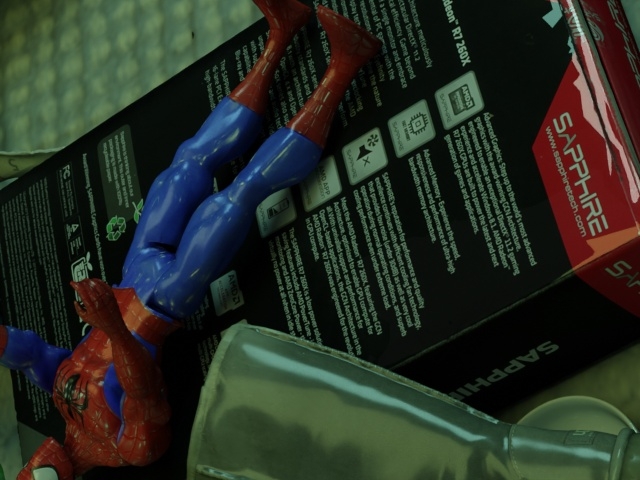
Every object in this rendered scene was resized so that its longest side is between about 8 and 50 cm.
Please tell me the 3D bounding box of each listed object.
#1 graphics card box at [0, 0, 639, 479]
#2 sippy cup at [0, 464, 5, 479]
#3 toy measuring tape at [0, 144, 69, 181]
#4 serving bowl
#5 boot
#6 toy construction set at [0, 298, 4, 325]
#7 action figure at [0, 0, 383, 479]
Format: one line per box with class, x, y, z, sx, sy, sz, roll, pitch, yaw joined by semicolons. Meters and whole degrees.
graphics card box;0.000;0.000;0.999;0.371;0.094;0.233;-30;56;24
sippy cup;-0.310;0.230;1.078;0.224;0.305;0.240;27;131;52
toy measuring tape;-0.230;-0.080;1.216;0.330;0.121;0.121;-9;66;24
serving bowl;0.118;0.114;0.900;0.083;0.027;0.083;-15;63;33
boot;0.038;0.144;0.863;0.208;0.076;0.190;9;89;16
toy construction set;-0.304;0.021;1.144;0.327;0.215;0.151;-6;70;44
action figure;-0.094;-0.001;0.926;0.091;0.139;0.280;28;93;44
